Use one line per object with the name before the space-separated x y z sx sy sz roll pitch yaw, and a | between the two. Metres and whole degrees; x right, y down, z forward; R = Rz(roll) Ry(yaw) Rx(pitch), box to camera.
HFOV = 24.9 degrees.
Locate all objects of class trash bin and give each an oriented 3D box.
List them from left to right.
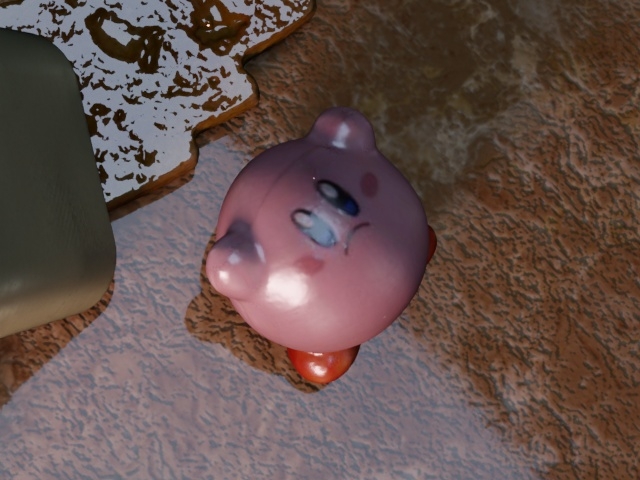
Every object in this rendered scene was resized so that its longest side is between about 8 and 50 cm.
trash bin | -0.255 -0.044 1.012 0.121 0.247 0.243 -13 91 18

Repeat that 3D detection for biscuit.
biscuit | -0.163 -0.157 1.175 0.278 0.043 0.301 20 79 -5

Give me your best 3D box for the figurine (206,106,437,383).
figurine | 0.000 0.000 1.104 0.173 0.173 0.173 2 78 -9
